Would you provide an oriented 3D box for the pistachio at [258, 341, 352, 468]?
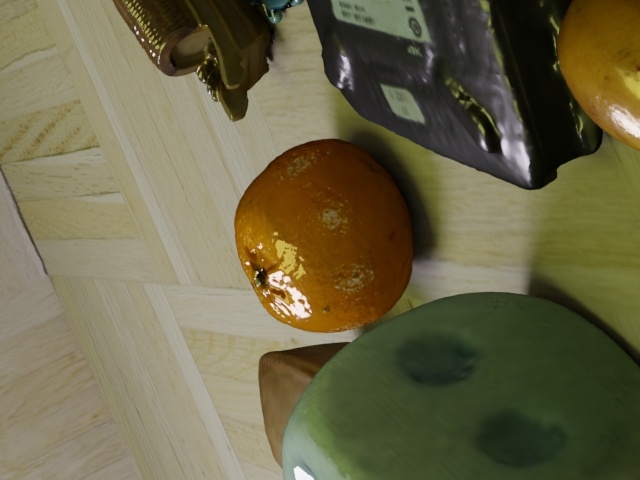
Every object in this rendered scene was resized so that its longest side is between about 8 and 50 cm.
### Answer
[{"bbox_3d":[0.034,0.184,1.867,0.212,0.163,0.260,33,162,-13],"label":"pistachio"}]

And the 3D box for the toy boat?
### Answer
[{"bbox_3d":[-0.153,-0.251,1.860,0.310,0.115,0.089,54,158,26],"label":"toy boat"}]

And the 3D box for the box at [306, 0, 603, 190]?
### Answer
[{"bbox_3d":[0.066,-0.226,1.390,0.359,0.091,0.350,29,140,61],"label":"box"}]

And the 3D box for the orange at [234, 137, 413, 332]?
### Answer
[{"bbox_3d":[0.000,0.000,1.724,0.193,0.161,0.193,55,158,36],"label":"orange"}]

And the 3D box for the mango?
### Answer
[{"bbox_3d":[0.233,-0.088,1.072,0.219,0.144,0.112,46,118,40],"label":"mango"}]

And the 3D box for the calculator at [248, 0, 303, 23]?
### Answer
[{"bbox_3d":[-0.053,-0.256,1.749,0.141,0.019,0.094,7,120,68],"label":"calculator"}]

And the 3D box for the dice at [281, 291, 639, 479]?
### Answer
[{"bbox_3d":[0.139,0.221,1.500,0.262,0.264,0.268,44,153,43],"label":"dice"}]
